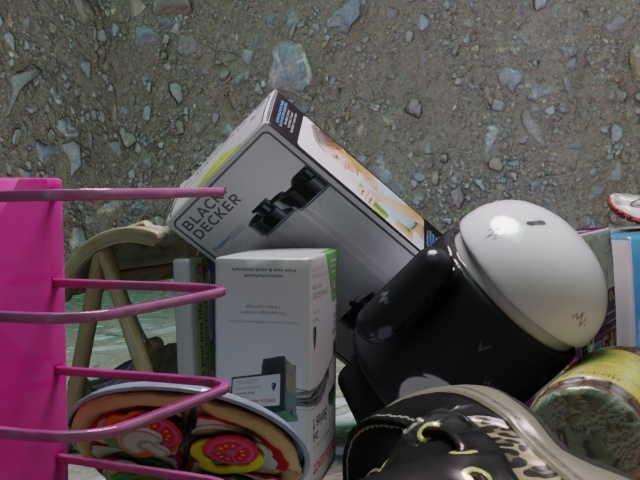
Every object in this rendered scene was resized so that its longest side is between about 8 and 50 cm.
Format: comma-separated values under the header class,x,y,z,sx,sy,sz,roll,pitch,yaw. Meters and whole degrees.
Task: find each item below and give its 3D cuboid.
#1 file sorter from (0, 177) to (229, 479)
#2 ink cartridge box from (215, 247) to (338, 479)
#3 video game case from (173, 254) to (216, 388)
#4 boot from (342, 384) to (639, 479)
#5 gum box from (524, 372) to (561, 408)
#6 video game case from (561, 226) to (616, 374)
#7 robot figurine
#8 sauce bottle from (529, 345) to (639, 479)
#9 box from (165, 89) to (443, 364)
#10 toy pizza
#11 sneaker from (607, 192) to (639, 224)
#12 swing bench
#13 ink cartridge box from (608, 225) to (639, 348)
class,x,y,z,sx,sy,sz,roll,pitch,yaw
file sorter,-0.171,0.104,0.664,0.182,0.290,0.202,1,3,24
ink cartridge box,-0.039,0.120,0.981,0.093,0.219,0.160,0,3,10
video game case,-0.095,0.118,1.143,0.023,0.212,0.193,-1,3,28
boot,0.004,0.177,0.568,0.284,0.138,0.377,-4,7,-18
gum box,0.205,0.114,1.144,0.107,0.188,0.062,-1,1,43
video game case,0.335,0.091,1.308,0.042,0.210,0.232,-3,3,26
robot figurine,0.143,0.086,0.993,0.278,0.173,0.209,-47,-5,21
sauce bottle,0.274,0.155,0.959,0.111,0.111,0.344,-2,3,25
box,0.000,0.000,1.102,0.169,0.290,0.087,-41,19,25
toy pizza,-0.109,0.176,0.832,0.201,0.032,0.201,5,-37,4
sneaker,0.535,-0.067,1.511,0.225,0.092,0.088,-3,4,2
swing bench,-0.172,0.100,1.206,0.165,0.254,0.253,-2,2,29
ink cartridge box,0.532,0.077,1.568,0.270,0.197,0.198,-4,3,-18
